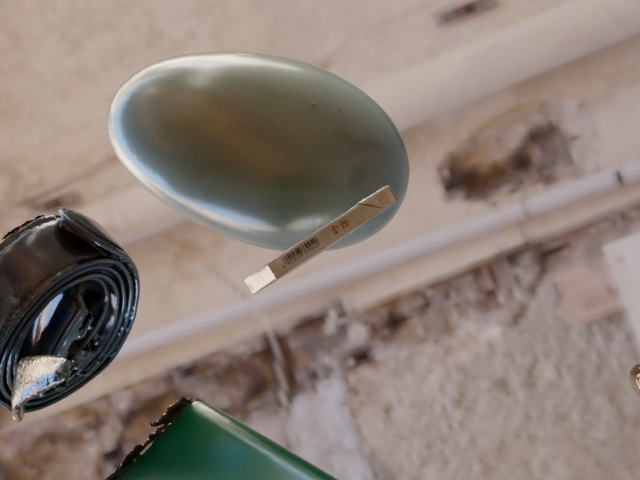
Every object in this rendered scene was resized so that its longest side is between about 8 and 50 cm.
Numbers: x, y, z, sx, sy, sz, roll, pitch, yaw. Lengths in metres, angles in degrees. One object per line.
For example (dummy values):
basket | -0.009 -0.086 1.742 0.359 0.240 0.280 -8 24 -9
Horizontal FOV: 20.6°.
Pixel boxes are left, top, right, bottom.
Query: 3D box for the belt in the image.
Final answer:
belt | -0.304 0.078 1.998 0.206 0.267 0.116 -21 -125 -37

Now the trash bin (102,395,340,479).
trash bin | -0.064 0.367 1.916 0.381 0.295 0.259 30 162 48

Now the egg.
egg | -0.074 -0.111 2.117 0.230 0.371 0.230 -163 90 -85

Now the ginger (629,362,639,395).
ginger | 0.429 0.050 1.804 0.080 0.333 0.166 36 -165 -9

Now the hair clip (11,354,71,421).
hair clip | -0.302 0.149 1.848 0.229 0.036 0.066 150 133 -66

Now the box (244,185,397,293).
box | 0.000 0.000 1.896 0.024 0.167 0.090 57 157 1
